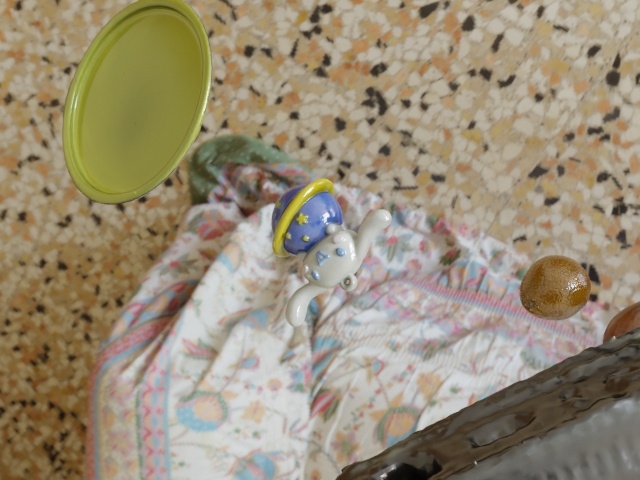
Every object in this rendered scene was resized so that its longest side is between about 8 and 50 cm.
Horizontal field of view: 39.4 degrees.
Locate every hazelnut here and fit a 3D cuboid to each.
[{"bbox_3d":[0.285,0.087,0.763,0.086,0.086,0.086,8,114,19],"label":"hazelnut"}]

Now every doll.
[{"bbox_3d":[-0.012,0.021,1.871,0.242,0.159,0.311,31,101,12],"label":"doll"}]

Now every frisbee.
[{"bbox_3d":[-0.200,-0.151,0.962,0.236,0.017,0.236,-11,71,35],"label":"frisbee"}]

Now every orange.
[{"bbox_3d":[0.267,0.055,1.024,0.085,0.085,0.085,8,114,19],"label":"orange"}]

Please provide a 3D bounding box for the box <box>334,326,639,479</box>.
[{"bbox_3d":[0.205,0.255,0.640,0.359,0.091,0.350,-24,106,-5],"label":"box"}]
